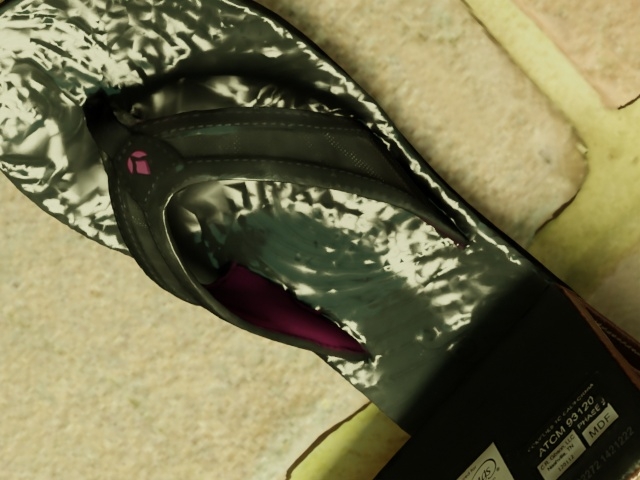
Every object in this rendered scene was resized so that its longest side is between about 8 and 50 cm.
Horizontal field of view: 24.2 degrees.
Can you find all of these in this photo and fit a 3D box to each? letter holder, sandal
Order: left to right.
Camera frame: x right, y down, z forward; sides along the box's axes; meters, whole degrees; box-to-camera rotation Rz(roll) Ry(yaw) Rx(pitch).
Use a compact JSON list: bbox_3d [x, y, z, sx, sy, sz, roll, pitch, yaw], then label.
[{"bbox_3d":[0.003,-0.001,0.839,0.445,0.107,0.167,33,104,-14],"label":"sandal"},{"bbox_3d":[0.130,0.218,0.856,0.214,0.152,0.302,34,105,-29],"label":"letter holder"}]
